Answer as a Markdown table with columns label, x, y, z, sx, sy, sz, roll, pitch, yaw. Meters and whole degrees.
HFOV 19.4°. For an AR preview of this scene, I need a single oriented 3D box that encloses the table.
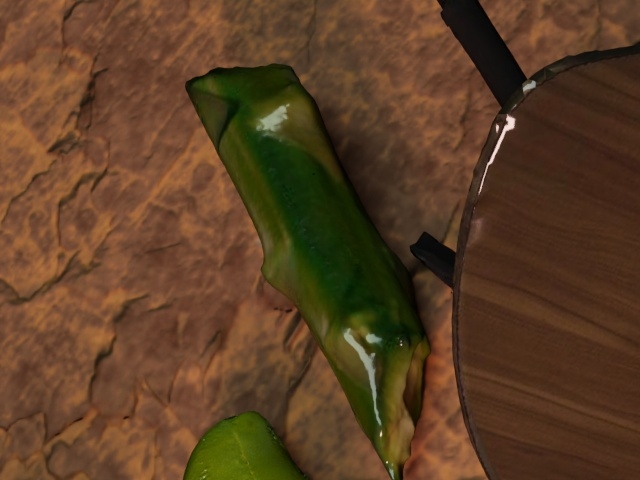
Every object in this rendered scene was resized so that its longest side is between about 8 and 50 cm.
| label | x | y | z | sx | sy | sz | roll | pitch | yaw |
| --- | --- | --- | --- | --- | --- | --- | --- | --- | --- |
| table | 0.146 | -0.028 | 1.052 | 0.317 | 0.317 | 0.249 | -38 | 39 | 7 |

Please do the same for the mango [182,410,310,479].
| label | x | y | z | sx | sy | sz | roll | pitch | yaw |
| --- | --- | --- | --- | --- | --- | --- | --- | --- | --- |
| mango | -0.035 | 0.173 | 1.127 | 0.091 | 0.074 | 0.165 | -32 | 40 | 18 |

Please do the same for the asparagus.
| label | x | y | z | sx | sy | sz | roll | pitch | yaw |
| --- | --- | --- | --- | --- | --- | --- | --- | --- | --- |
| asparagus | 0.001 | 0.001 | 1.195 | 0.085 | 0.082 | 0.343 | -32 | 54 | 6 |
